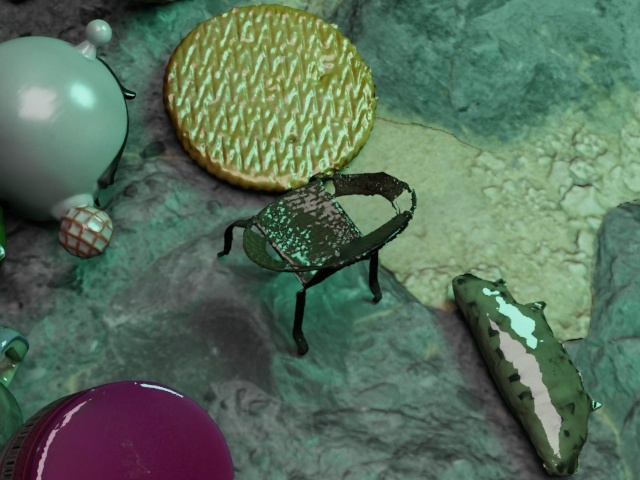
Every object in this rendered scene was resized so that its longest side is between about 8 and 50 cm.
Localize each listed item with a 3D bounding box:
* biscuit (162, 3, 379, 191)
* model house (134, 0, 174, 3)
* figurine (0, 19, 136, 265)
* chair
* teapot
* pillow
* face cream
[{"bbox_3d":[-0.058,-0.166,1.350,0.254,0.035,0.254,4,64,-8],"label":"biscuit"},{"bbox_3d":[-0.242,-0.408,1.355,0.298,0.243,0.284,-2,88,18],"label":"model house"},{"bbox_3d":[-0.336,-0.070,1.186,0.281,0.167,0.370,39,72,16],"label":"figurine"},{"bbox_3d":[0.000,0.000,1.179,0.174,0.213,0.149,-32,78,-24],"label":"chair"},{"bbox_3d":[-0.320,0.159,1.098,0.149,0.108,0.111,-30,73,-22],"label":"teapot"},{"bbox_3d":[0.224,0.130,1.236,0.093,0.051,0.241,-21,67,-13],"label":"pillow"},{"bbox_3d":[-0.187,0.216,1.018,0.175,0.195,0.175,6,76,-25],"label":"face cream"}]
